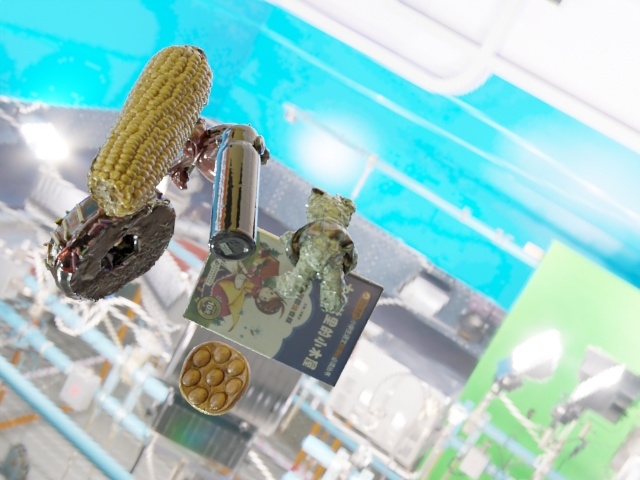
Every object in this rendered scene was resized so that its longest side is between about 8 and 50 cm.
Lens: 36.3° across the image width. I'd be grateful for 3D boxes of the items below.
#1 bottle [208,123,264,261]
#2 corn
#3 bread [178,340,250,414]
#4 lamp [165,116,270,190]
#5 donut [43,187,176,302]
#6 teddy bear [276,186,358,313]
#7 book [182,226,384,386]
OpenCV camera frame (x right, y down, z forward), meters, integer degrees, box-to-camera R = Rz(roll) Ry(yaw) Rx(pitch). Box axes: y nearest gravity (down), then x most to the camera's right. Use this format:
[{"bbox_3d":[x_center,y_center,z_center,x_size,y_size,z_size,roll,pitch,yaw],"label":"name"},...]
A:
[{"bbox_3d":[-0.129,-0.081,1.529,0.082,0.072,0.245,-8,-131,8],"label":"bottle"},{"bbox_3d":[-0.225,-0.146,1.287,0.106,0.106,0.293,27,-127,-5],"label":"corn"},{"bbox_3d":[-0.157,0.204,1.454,0.110,0.110,0.024,31,172,8],"label":"bread"},{"bbox_3d":[-0.237,-0.197,2.264,0.223,0.215,0.151,26,-139,-9],"label":"lamp"},{"bbox_3d":[-0.382,-0.002,1.774,0.103,0.270,0.269,43,-160,20],"label":"donut"},{"bbox_3d":[0.001,0.000,1.572,0.133,0.213,0.111,13,161,-3],"label":"teddy bear"},{"bbox_3d":[-0.072,0.113,1.805,0.322,0.228,0.018,24,-160,-1],"label":"book"}]
